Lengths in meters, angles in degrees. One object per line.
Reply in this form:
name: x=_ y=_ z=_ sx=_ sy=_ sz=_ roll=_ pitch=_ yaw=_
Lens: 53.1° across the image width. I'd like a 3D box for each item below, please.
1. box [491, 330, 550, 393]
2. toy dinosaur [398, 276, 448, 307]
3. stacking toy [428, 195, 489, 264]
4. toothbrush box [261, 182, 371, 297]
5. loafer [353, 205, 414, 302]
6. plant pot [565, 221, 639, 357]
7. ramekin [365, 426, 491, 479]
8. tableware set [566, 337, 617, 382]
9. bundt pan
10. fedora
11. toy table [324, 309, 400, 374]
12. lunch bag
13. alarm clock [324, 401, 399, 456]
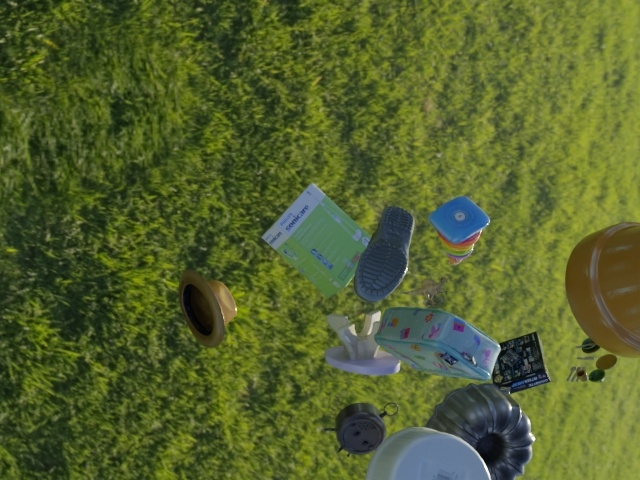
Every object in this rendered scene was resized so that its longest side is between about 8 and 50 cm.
box: x=0.653 y=0.406 z=2.117 sx=0.051 sy=0.175 sz=0.220 roll=59 pitch=21 yaw=-20
toy dinosaur: x=0.366 y=0.178 z=2.190 sx=0.053 sy=0.183 sz=0.092 roll=-14 pitch=83 yaw=-62
stacking toy: x=0.499 y=0.003 z=2.332 sx=0.175 sy=0.165 sz=0.301 roll=-30 pitch=146 yaw=-14
toothbrush box: x=0.000 y=0.000 z=1.964 sx=0.283 sy=0.122 sz=0.206 roll=43 pitch=57 yaw=-6
loafer: x=0.128 y=0.038 z=1.287 sx=0.251 sy=0.094 sz=0.087 roll=-60 pitch=173 yaw=-42
plant pot: x=0.496 y=0.055 z=0.920 sx=0.205 sy=0.188 sz=0.205 roll=5 pitch=72 yaw=-15
ramekin: x=0.251 y=0.565 z=1.451 sx=0.277 sy=0.135 sz=0.277 roll=4 pitch=72 yaw=-13
tableware set: x=0.612 y=0.256 z=1.427 sx=0.154 sy=0.104 sz=0.024 roll=-47 pitch=109 yaw=-29
bundt pan: x=0.469 y=0.584 z=1.835 sx=0.331 sy=0.124 sz=0.330 roll=-2 pitch=99 yaw=-15
fedora: x=-0.249 y=0.147 z=1.450 sx=0.079 sy=0.194 sz=0.194 roll=-18 pitch=109 yaw=-36
toy table: x=0.140 y=0.343 z=2.177 sx=0.252 sy=0.275 sz=0.160 roll=-25 pitch=115 yaw=-66
lunch bag: x=0.285 y=0.258 z=1.560 sx=0.224 sy=0.279 sz=0.107 roll=38 pitch=69 yaw=-25
alarm clock: x=0.118 y=0.473 z=1.635 sx=0.192 sy=0.064 sz=0.129 roll=-37 pitch=106 yaw=6
